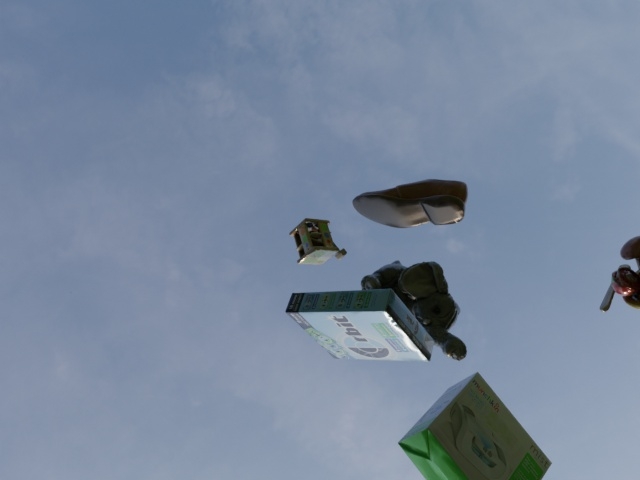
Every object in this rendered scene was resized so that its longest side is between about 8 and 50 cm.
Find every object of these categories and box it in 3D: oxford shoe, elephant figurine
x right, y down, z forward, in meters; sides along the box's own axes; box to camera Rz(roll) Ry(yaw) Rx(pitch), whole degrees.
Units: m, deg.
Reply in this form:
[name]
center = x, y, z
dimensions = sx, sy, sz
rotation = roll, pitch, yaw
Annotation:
[oxford shoe]
center = 0.158, -0.071, 1.071
dimensions = 0.076, 0.212, 0.076
rotation = 60, -137, -41
[elephant figurine]
center = 0.208, 0.130, 1.225
dimensions = 0.169, 0.239, 0.186
rotation = 13, -99, -56

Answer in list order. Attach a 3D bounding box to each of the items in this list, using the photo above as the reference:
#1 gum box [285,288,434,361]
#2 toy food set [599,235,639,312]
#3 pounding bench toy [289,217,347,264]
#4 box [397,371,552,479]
[gum box]
center = 0.063, 0.136, 0.964
dimensions = 0.157, 0.184, 0.041
rotation = 48, -132, -38
[toy food set]
center = 0.488, 0.034, 0.882
dimensions = 0.128, 0.218, 0.071
rotation = -44, -80, -28
[pounding bench toy]
center = 0.000, 0.000, 1.018
dimensions = 0.083, 0.052, 0.065
rotation = 4, -122, -39
[box]
center = 0.345, 0.474, 1.362
dimensions = 0.231, 0.127, 0.262
rotation = -29, -103, -41
